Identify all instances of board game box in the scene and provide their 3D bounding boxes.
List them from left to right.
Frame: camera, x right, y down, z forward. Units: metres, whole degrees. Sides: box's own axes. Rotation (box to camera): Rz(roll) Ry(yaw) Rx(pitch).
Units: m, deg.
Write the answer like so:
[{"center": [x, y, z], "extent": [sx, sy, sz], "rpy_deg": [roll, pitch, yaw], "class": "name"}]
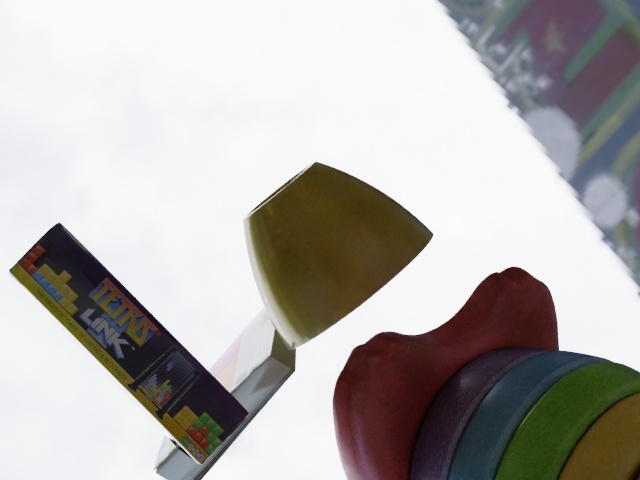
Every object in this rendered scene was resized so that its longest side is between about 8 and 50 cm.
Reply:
[{"center": [-0.128, 0.065, 1.165], "extent": [0.048, 0.141, 0.170], "rpy_deg": [-45, -84, -10], "class": "board game box"}]

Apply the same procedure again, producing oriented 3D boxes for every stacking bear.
[{"center": [0.170, 0.145, 0.995], "extent": [0.175, 0.164, 0.289], "rpy_deg": [-25, -149, -35], "class": "stacking bear"}]

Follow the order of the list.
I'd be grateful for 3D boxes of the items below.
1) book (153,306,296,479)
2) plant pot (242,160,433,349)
[{"center": [-0.070, 0.113, 1.383], "extent": [0.035, 0.144, 0.096], "rpy_deg": [33, -153, -16], "class": "book"}, {"center": [0.000, 0.000, 1.289], "extent": [0.095, 0.134, 0.134], "rpy_deg": [52, -129, -4], "class": "plant pot"}]
